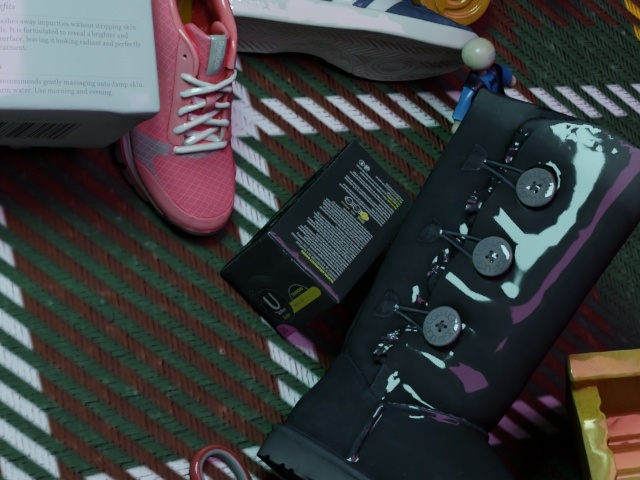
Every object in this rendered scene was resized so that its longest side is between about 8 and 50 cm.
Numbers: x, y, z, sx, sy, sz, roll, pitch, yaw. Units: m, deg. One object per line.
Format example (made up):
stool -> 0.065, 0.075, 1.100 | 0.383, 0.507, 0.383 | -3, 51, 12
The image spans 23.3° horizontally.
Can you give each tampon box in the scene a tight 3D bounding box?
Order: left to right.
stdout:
tampon box -> 0.000, 0.000, 1.586 | 0.101, 0.120, 0.161 | 45, 55, -5

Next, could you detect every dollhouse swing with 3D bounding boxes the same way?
dollhouse swing -> 0.433, 0.289, 1.591 | 0.305, 0.315, 0.346 | -10, 71, 5

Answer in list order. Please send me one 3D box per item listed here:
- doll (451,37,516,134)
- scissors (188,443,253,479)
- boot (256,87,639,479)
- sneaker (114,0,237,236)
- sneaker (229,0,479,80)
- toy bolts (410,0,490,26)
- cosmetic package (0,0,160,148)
doll -> 0.190, -0.146, 1.743 | 0.129, 0.046, 0.189 | -47, 134, -35
scissors -> -0.022, 0.303, 1.508 | 0.297, 0.021, 0.109 | 34, 54, -14
boot -> 0.202, 0.107, 1.474 | 0.367, 0.146, 0.445 | 30, 76, 21
sneaker -> -0.136, -0.158, 1.541 | 0.116, 0.136, 0.314 | -12, 94, -33
sneaker -> 0.021, -0.276, 1.711 | 0.350, 0.131, 0.148 | 9, 70, -26
toy bolts -> 0.155, -0.386, 1.867 | 0.218, 0.158, 0.228 | -44, 108, 4
cosmetic package -> -0.285, -0.289, 1.433 | 0.217, 0.156, 0.385 | 0, 81, -30
